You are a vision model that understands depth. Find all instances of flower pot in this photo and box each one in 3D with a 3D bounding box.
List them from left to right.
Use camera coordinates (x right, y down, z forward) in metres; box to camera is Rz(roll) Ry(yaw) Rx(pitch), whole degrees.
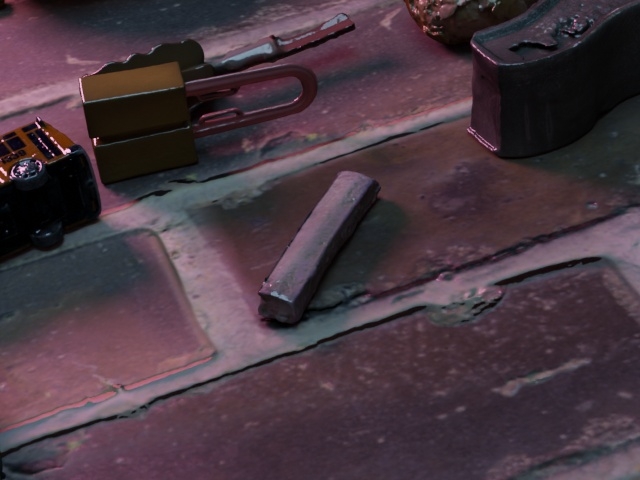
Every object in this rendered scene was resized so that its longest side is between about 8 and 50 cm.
[{"bbox_3d":[0.245,-0.180,1.578,0.229,0.108,0.103,-29,42,-27],"label":"flower pot"}]

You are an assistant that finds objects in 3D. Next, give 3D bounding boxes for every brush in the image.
[{"bbox_3d":[-0.115,-0.129,1.579,0.233,0.103,0.047,-12,41,-7],"label":"brush"},{"bbox_3d":[-0.101,-0.182,1.673,0.301,0.071,0.084,-21,52,-17],"label":"brush"}]

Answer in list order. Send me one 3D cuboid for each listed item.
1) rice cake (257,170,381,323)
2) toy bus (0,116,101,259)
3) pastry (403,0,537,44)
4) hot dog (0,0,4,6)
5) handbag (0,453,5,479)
[{"bbox_3d":[0.000,0.000,1.449,0.047,0.036,0.206,19,43,12],"label":"rice cake"},{"bbox_3d":[-0.309,-0.038,1.503,0.182,0.091,0.103,-26,42,-20],"label":"toy bus"},{"bbox_3d":[0.164,-0.271,1.725,0.153,0.081,0.153,-9,44,9],"label":"pastry"},{"bbox_3d":[-0.433,-0.283,1.881,0.122,0.037,0.049,0,27,1],"label":"hot dog"},{"bbox_3d":[-0.378,0.132,1.142,0.269,0.274,0.100,-14,22,-11],"label":"handbag"}]
